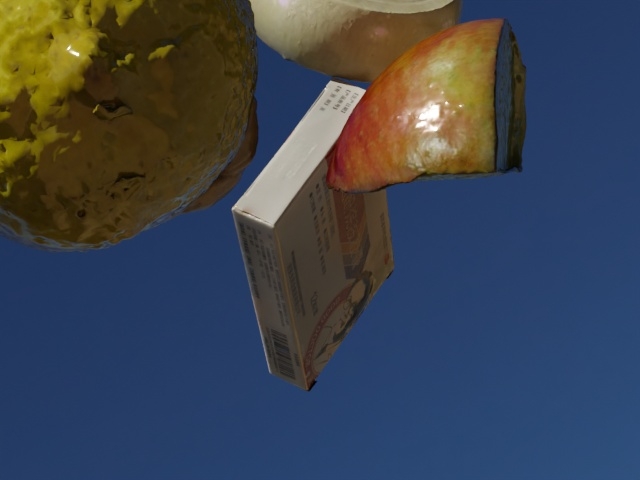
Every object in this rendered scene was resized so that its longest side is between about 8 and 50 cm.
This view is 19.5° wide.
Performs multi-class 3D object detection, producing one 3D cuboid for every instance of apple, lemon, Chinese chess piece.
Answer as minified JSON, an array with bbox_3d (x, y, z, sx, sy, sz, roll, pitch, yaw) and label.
[{"bbox_3d":[0.130,-0.121,1.947,0.254,0.179,0.346,-54,-6,10],"label":"apple"},{"bbox_3d":[-0.180,-0.126,1.350,0.268,0.322,0.268,-5,-76,-21],"label":"lemon"},{"bbox_3d":[0.035,-0.292,2.181,0.273,0.273,0.102,-11,-47,-34],"label":"Chinese chess piece"}]

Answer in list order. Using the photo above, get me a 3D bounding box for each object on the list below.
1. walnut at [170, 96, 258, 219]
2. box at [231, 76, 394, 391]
[{"bbox_3d":[-0.164,-0.120,1.732,0.213,0.213,0.213,-24,-26,-12],"label":"walnut"},{"bbox_3d":[0.000,0.000,2.194,0.214,0.069,0.353,-54,-23,-26],"label":"box"}]
